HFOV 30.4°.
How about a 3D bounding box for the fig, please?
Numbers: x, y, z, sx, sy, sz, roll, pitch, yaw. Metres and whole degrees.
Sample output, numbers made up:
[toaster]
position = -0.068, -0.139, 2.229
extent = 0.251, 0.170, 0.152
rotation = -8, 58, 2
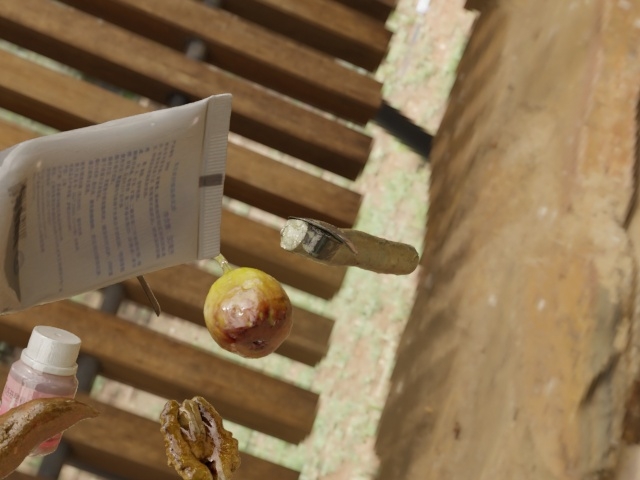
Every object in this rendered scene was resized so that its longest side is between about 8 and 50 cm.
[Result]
[fig]
position = -0.148, 0.102, 2.146
extent = 0.159, 0.159, 0.257
rotation = -63, 38, 25

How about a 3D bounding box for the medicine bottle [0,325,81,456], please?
[medicine bottle]
position = -0.570, 0.305, 2.394
extent = 0.147, 0.147, 0.247
rotation = -128, 55, -77

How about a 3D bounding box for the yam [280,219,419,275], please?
[yam]
position = 0.054, 0.015, 2.012
extent = 0.071, 0.317, 0.067
rotation = 34, 105, 42

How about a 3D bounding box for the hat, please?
[hat]
position = 0.000, 0.000, 1.740
extent = 0.050, 0.121, 0.121
rotation = -63, 11, 4

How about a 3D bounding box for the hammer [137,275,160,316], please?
[hammer]
position = -0.324, 0.077, 2.171
extent = 0.178, 0.021, 0.065
rotation = 69, -161, -44

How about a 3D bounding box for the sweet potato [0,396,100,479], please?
[sweet potato]
position = -0.565, 0.366, 2.125
extent = 0.354, 0.106, 0.095
rotation = -34, -12, -39

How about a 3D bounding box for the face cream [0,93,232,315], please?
[face cream]
position = -0.280, -0.029, 1.374
extent = 0.137, 0.420, 0.235
rotation = 34, 129, 41

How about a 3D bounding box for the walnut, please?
[walnut]
position = -0.214, 0.354, 2.035
extent = 0.069, 0.143, 0.170
rotation = -44, 59, 36
